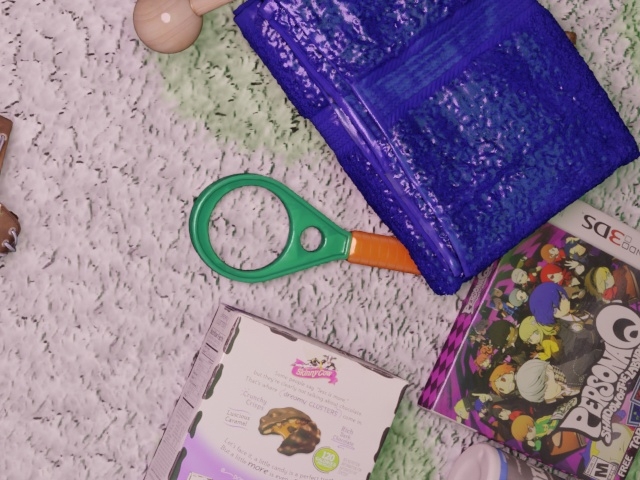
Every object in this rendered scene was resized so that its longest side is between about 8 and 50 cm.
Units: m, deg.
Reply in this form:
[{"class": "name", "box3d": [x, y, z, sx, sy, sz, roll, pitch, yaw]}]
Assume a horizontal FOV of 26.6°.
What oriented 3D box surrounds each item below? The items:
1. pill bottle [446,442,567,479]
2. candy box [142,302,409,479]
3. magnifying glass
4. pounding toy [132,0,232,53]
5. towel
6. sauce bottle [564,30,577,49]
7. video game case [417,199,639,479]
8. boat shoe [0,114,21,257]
[{"class": "pill bottle", "box3d": [0.186, 0.241, 1.213, 0.137, 0.078, 0.078, 26, 86, -19]}, {"class": "candy box", "box3d": [-0.042, 0.173, 1.135, 0.165, 0.070, 0.196, 24, 88, -19]}, {"class": "magnifying glass", "box3d": [0.000, 0.000, 1.160, 0.231, 0.026, 0.092, 10, 91, -17]}, {"class": "pounding toy", "box3d": [-0.087, -0.266, 1.055, 0.183, 0.110, 0.236, -25, 73, 11]}, {"class": "towel", "box3d": [0.103, -0.132, 1.128, 0.228, 0.076, 0.308, -37, 99, -4]}, {"class": "sauce bottle", "box3d": [0.206, -0.122, 1.206, 0.042, 0.042, 0.128, 0, 93, -18]}, {"class": "video game case", "box3d": [0.227, 0.088, 1.232, 0.210, 0.042, 0.232, 27, 86, -17]}, {"class": "boat shoe", "box3d": [-0.266, -0.012, 1.046, 0.066, 0.066, 0.183, 2, 94, -20]}]
